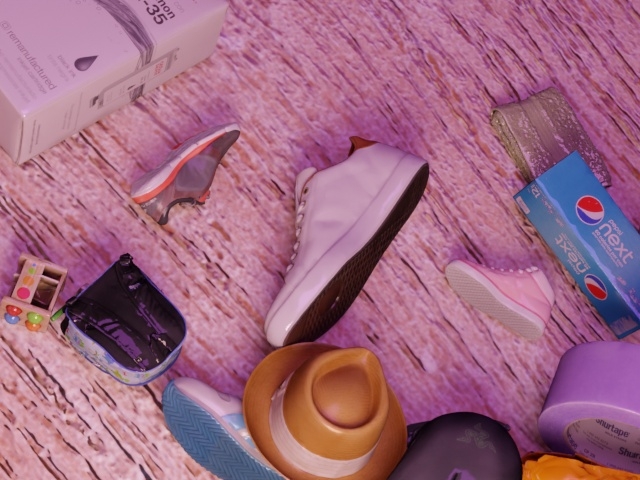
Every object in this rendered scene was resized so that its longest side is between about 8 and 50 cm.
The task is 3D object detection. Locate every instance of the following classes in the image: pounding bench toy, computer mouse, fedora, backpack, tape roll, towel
[{"bbox_3d":[-0.285,0.063,1.596,0.083,0.052,0.065,20,62,-6],"label":"pounding bench toy"},{"bbox_3d":[0.116,0.274,1.478,0.188,0.072,0.272,24,61,10],"label":"computer mouse"},{"bbox_3d":[0.017,0.165,1.543,0.194,0.079,0.194,16,45,-17],"label":"fedora"},{"bbox_3d":[-0.199,0.093,1.588,0.114,0.084,0.105,41,61,10],"label":"backpack"},{"bbox_3d":[0.333,0.191,1.635,0.189,0.189,0.080,27,61,-2],"label":"tape roll"},{"bbox_3d":[0.280,-0.113,1.854,0.110,0.027,0.148,-21,73,-24],"label":"towel"}]

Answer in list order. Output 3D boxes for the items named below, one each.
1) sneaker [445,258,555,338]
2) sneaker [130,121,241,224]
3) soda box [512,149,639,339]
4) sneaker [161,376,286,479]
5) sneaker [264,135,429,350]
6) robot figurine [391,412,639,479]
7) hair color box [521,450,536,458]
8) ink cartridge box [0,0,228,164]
[{"bbox_3d":[0.208,0.049,1.746,0.134,0.051,0.070,34,60,-2],"label":"sneaker"},{"bbox_3d":[-0.142,-0.073,1.709,0.158,0.061,0.065,-41,108,-27],"label":"sneaker"},{"bbox_3d":[0.321,0.006,1.773,0.071,0.067,0.210,-34,86,-23],"label":"soda box"},{"bbox_3d":[-0.059,0.203,1.584,0.228,0.087,0.092,33,51,-5],"label":"sneaker"},{"bbox_3d":[0.000,0.000,1.694,0.123,0.106,0.290,27,57,17],"label":"sneaker"},{"bbox_3d":[0.186,0.292,1.566,0.291,0.085,0.211,8,62,14],"label":"robot figurine"},{"bbox_3d":[0.239,0.304,1.638,0.072,0.043,0.141,16,63,-8],"label":"hair color box"},{"bbox_3d":[-0.277,-0.249,1.707,0.283,0.117,0.207,-34,78,-26],"label":"ink cartridge box"}]
